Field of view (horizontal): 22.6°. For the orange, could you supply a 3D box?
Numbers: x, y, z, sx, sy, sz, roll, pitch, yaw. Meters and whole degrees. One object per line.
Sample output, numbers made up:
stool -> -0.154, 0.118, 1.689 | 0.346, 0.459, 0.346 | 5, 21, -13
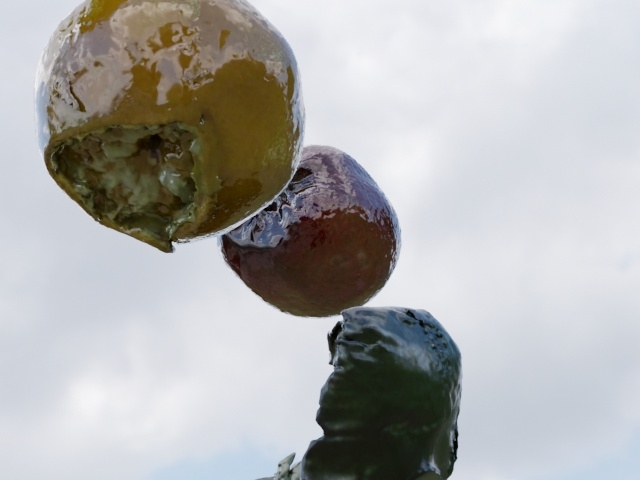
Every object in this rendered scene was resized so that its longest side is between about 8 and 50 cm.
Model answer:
orange -> -0.083, -0.069, 0.881 | 0.155, 0.134, 0.154 | 1, -66, 2

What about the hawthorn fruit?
hawthorn fruit -> 0.000, 0.000, 1.496 | 0.169, 0.169, 0.188 | -24, -41, 25

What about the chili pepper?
chili pepper -> 0.017, 0.142, 0.960 | 0.148, 0.116, 0.264 | -13, -32, -30
